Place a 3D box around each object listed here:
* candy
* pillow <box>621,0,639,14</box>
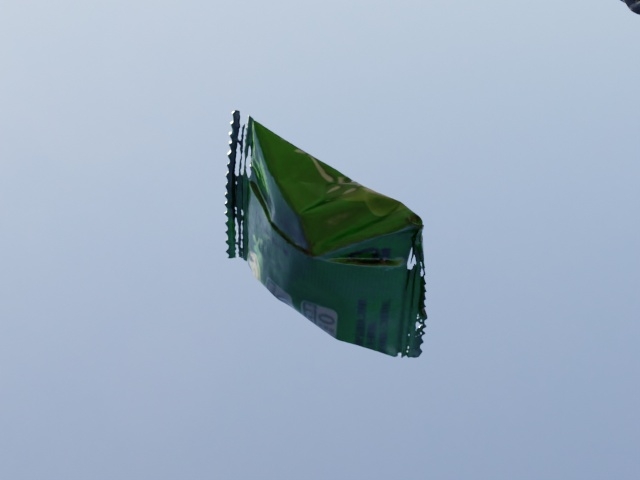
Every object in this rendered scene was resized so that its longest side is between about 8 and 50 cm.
[{"bbox_3d":[-0.002,0.000,1.321,0.203,0.141,0.078,30,-150,28],"label":"candy"},{"bbox_3d":[0.221,-0.210,1.074,0.189,0.034,0.255,-19,-135,-26],"label":"pillow"}]
